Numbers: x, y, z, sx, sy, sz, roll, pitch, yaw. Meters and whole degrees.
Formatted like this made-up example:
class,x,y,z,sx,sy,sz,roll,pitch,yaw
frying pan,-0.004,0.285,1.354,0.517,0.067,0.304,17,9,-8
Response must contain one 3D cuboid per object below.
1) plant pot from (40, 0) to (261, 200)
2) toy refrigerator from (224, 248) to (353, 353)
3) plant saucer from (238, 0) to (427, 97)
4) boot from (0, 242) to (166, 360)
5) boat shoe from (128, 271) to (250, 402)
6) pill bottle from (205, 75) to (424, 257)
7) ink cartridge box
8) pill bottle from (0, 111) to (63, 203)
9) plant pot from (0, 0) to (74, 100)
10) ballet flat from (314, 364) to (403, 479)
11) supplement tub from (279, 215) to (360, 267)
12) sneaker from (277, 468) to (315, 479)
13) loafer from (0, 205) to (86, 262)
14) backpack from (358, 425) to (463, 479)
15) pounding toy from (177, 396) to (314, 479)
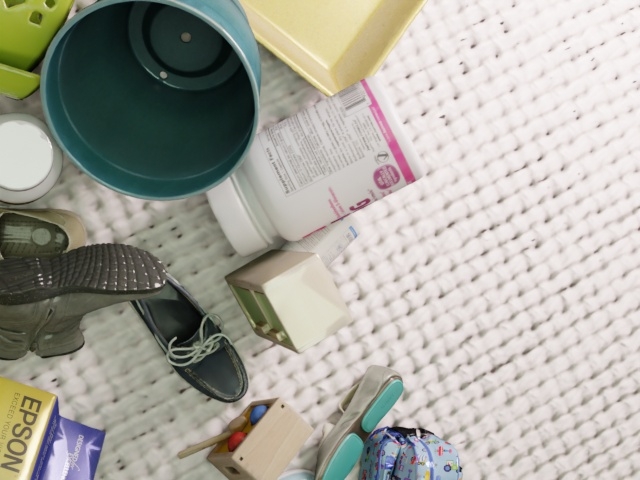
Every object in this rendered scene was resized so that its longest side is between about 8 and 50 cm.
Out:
class,x,y,z,sx,sy,sz,roll,pitch,yaw
plant pot,-0.197,-0.231,1.526,0.271,0.255,0.272,3,121,5
toy refrigerator,-0.053,0.079,1.585,0.094,0.269,0.102,-30,98,-13
plant saucer,-0.005,-0.415,1.693,0.333,0.081,0.333,37,82,-12
boot,-0.333,0.090,1.584,0.246,0.161,0.083,-4,48,-10
boat shoe,-0.186,0.130,1.648,0.095,0.079,0.254,-35,99,-12
pill bottle,-0.012,-0.098,1.625,0.283,0.160,0.160,-27,97,5
ink cartridge box,-0.449,0.314,1.504,0.307,0.072,0.304,19,47,-12
pill bottle,-0.397,-0.106,1.523,0.117,0.208,0.118,0,90,-15
plant pot,-0.438,-0.302,1.510,0.227,0.228,0.207,15,94,-15
ballet flat,0.043,0.274,1.715,0.213,0.068,0.072,-52,140,-17
supplement tub,0.000,0.000,1.701,0.107,0.071,0.071,-44,101,-10
sneaker,-0.071,0.438,1.591,0.319,0.208,0.127,-42,102,-28
loafer,-0.450,-0.004,1.570,0.268,0.092,0.102,-7,92,-15
backpack,0.133,0.354,1.686,0.116,0.173,0.158,11,88,-15
pounding toy,-0.108,0.288,1.655,0.100,0.141,0.130,45,65,-11
